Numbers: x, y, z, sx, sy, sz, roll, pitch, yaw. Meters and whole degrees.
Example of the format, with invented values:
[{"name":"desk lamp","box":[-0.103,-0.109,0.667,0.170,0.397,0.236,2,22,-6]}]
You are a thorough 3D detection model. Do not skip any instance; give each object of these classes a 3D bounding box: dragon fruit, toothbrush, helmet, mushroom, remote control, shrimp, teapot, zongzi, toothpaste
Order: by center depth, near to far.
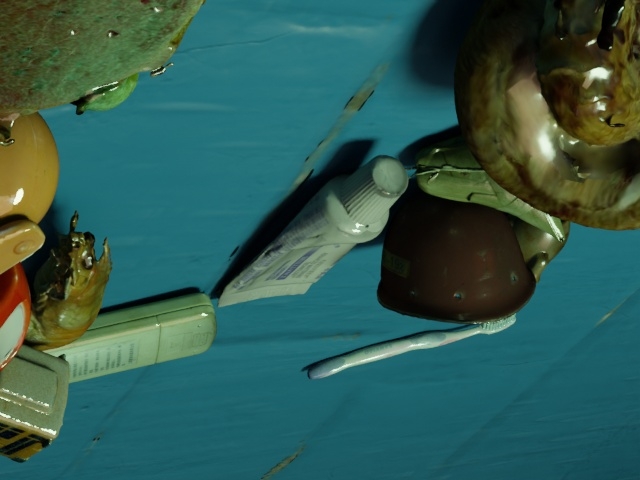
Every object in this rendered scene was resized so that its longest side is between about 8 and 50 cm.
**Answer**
[{"name":"dragon fruit","box":[-0.175,-0.183,1.021,0.268,0.130,0.295,-15,154,-14]},{"name":"mushroom","box":[0.241,-0.145,1.342,0.263,0.195,0.283,11,155,16]},{"name":"shrimp","box":[-0.256,0.043,1.480,0.150,0.068,0.249,2,151,-30]},{"name":"zongzi","box":[0.142,-0.035,1.562,0.154,0.130,0.062,-20,-177,-3]},{"name":"toothpaste","box":[-0.002,-0.001,1.602,0.099,0.068,0.282,22,144,-18]},{"name":"helmet","box":[0.129,0.006,1.616,0.155,0.175,0.106,-13,117,-10]},{"name":"remote control","box":[-0.219,0.105,1.653,0.233,0.038,0.098,-13,153,-16]},{"name":"teapot","box":[0.206,-0.006,1.731,0.110,0.085,0.080,12,141,-19]},{"name":"toothbrush","box":[0.111,0.124,1.966,0.269,0.021,0.027,-15,141,-16]}]

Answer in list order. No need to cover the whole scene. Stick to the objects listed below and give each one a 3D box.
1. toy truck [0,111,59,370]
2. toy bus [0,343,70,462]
[{"name":"toy truck","box":[-0.288,0.003,1.242,0.239,0.189,0.265,-30,155,-3]},{"name":"toy bus","box":[-0.316,0.129,1.490,0.182,0.091,0.103,25,145,-33]}]
